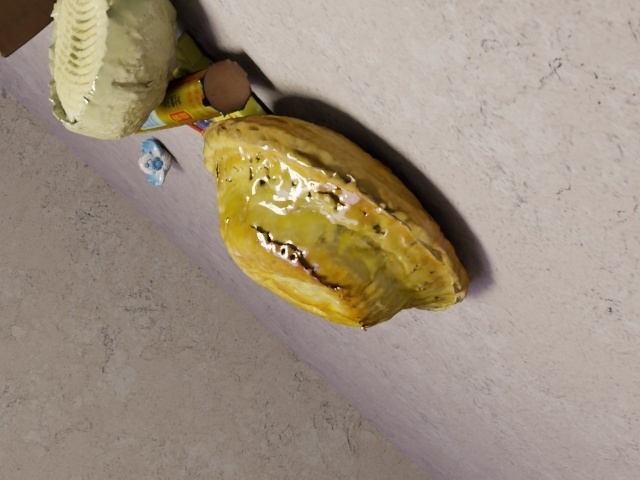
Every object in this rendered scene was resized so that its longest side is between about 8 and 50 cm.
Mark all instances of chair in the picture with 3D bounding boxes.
[{"bbox_3d":[-0.578,-0.451,1.817,0.186,0.160,0.319,53,165,-21],"label":"chair"}]

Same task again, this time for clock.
[{"bbox_3d":[-0.164,-0.192,1.594,0.293,0.071,0.277,44,167,-9],"label":"clock"}]

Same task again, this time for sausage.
[{"bbox_3d":[-0.224,-0.204,1.497,0.082,0.082,0.371,48,157,-22],"label":"sausage"}]

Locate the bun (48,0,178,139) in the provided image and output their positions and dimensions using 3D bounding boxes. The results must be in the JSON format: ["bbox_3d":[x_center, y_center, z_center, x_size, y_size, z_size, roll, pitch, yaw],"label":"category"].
[{"bbox_3d":[-0.283,-0.265,1.400,0.152,0.259,0.259,2,-168,-33],"label":"bun"}]

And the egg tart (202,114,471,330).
[{"bbox_3d":[0.000,0.000,1.409,0.443,0.178,0.443,31,165,9],"label":"egg tart"}]

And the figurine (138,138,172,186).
[{"bbox_3d":[-0.385,-0.180,2.282,0.114,0.079,0.114,41,143,39],"label":"figurine"}]

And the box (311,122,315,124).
[{"bbox_3d":[0.003,-0.128,1.412,0.054,0.024,0.083,37,167,14],"label":"box"}]
